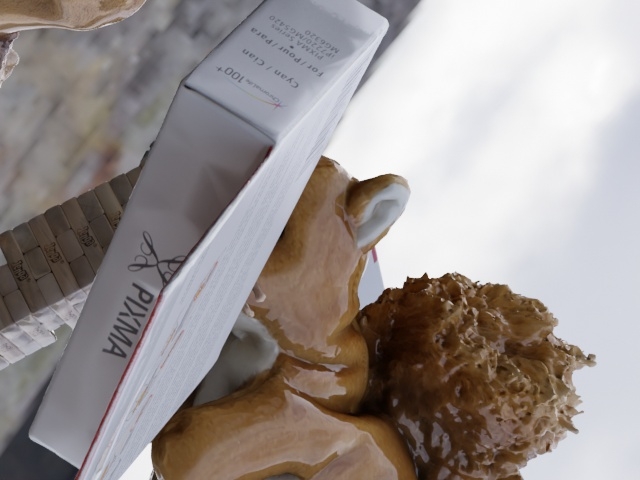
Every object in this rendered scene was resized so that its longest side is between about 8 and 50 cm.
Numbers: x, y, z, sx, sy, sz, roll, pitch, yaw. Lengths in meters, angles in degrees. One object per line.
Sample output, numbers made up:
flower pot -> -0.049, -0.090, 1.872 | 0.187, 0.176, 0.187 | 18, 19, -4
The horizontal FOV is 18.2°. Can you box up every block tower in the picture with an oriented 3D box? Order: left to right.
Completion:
block tower -> -0.274, 0.046, 1.864 | 0.335, 0.097, 0.091 | -29, 160, -1

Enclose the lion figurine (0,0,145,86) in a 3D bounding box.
lion figurine -> -0.239, -0.215, 1.561 | 0.392, 0.240, 0.142 | 2, -146, 47

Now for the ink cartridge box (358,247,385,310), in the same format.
ink cartridge box -> 0.000, 0.000, 1.873 | 0.063, 0.109, 0.150 | -20, -155, -13

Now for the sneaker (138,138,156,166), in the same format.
sneaker -> -0.161, 0.035, 2.086 | 0.111, 0.129, 0.297 | 75, 34, -75

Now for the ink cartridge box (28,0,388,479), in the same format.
ink cartridge box -> -0.090, 0.032, 1.057 | 0.261, 0.066, 0.296 | -52, 173, -48

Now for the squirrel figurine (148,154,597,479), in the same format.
squirrel figurine -> 0.004, 0.115, 1.542 | 0.281, 0.397, 0.371 | 6, -87, 57
